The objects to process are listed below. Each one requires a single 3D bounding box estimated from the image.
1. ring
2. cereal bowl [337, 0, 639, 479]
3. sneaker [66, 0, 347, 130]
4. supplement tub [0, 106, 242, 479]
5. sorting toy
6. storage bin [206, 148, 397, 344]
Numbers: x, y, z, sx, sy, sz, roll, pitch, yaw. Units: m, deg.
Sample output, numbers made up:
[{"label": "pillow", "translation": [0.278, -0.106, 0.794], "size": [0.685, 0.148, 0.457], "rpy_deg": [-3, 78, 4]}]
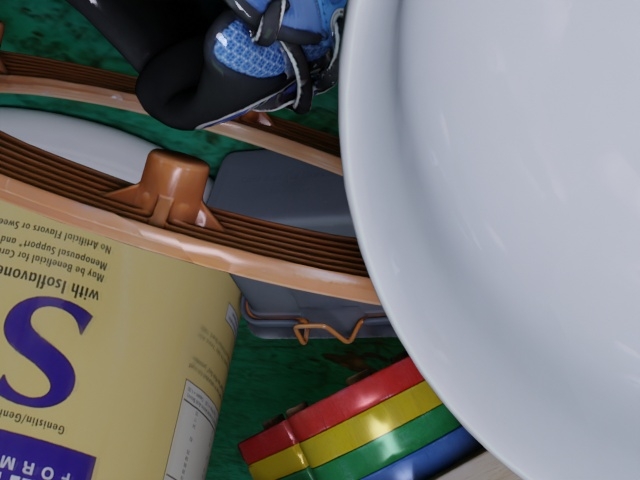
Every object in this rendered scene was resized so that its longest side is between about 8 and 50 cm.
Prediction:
[{"label": "ring", "translation": [-0.045, -0.042, 0.668], "size": [0.336, 0.032, 0.336], "rpy_deg": [15, -168, -3]}, {"label": "cereal bowl", "translation": [0.177, -0.063, 0.480], "size": [0.339, 0.141, 0.339], "rpy_deg": [4, 121, 7]}, {"label": "sneaker", "translation": [-0.002, -0.092, 0.585], "size": [0.330, 0.147, 0.130], "rpy_deg": [16, 157, -13]}, {"label": "supplement tub", "translation": [-0.183, 0.117, 0.922], "size": [0.241, 0.331, 0.241], "rpy_deg": [9, 157, 4]}, {"label": "sorting toy", "translation": [0.073, 0.100, 0.931], "size": [0.257, 0.089, 0.255], "rpy_deg": [-24, 174, -25]}, {"label": "storage bin", "translation": [0.000, 0.000, 0.884], "size": [0.135, 0.098, 0.091], "rpy_deg": [-3, 143, 31]}]
